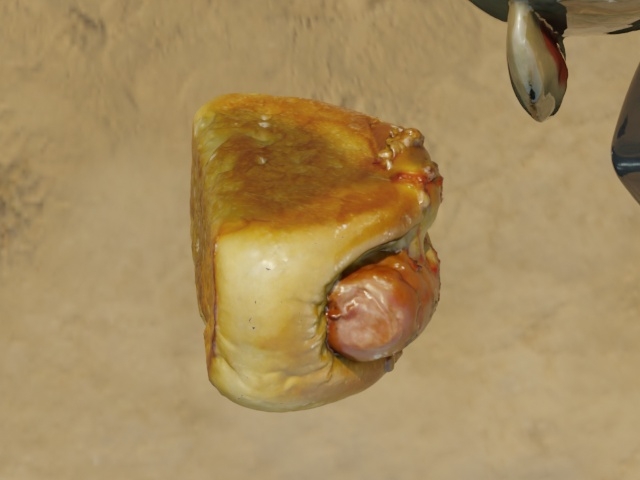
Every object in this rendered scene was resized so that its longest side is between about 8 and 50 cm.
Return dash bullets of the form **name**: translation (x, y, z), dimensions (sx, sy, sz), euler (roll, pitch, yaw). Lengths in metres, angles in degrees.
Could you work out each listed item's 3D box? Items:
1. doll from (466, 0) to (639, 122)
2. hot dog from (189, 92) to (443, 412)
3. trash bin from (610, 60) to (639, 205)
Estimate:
- **doll**: translation (0.081, -0.212, 0.590), dimensions (0.174, 0.235, 0.330), euler (3, 139, 16)
- **hot dog**: translation (0.000, 0.000, 1.083), dimensions (0.153, 0.256, 0.150), euler (1, 116, -8)
- **trash bin**: translation (0.309, -0.071, 0.870), dimensions (0.182, 0.290, 0.209), euler (39, 69, -32)
